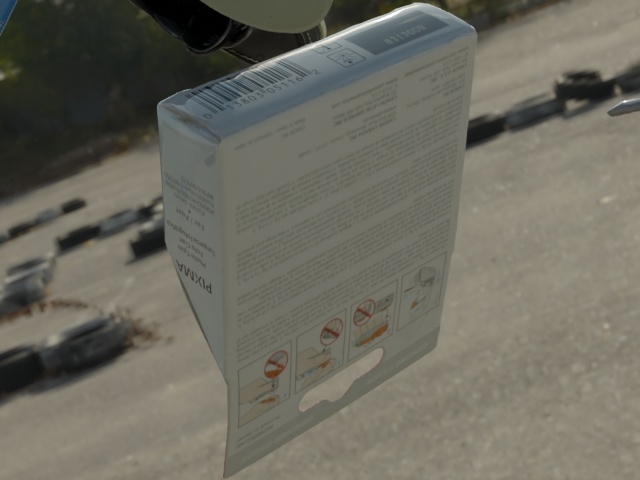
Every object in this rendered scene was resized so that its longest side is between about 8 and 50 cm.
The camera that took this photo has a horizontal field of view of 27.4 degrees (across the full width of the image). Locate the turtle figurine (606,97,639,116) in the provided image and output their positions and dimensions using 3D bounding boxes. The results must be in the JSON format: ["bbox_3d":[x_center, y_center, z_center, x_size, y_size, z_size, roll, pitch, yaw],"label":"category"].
[{"bbox_3d":[0.329,-0.140,0.751,0.266,0.198,0.274,-26,38,-6],"label":"turtle figurine"}]

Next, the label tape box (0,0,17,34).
[{"bbox_3d":[-0.293,-0.119,0.840,0.334,0.240,0.106,29,3,40],"label":"label tape box"}]

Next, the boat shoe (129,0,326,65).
[{"bbox_3d":[-0.115,-0.236,1.254,0.127,0.340,0.113,-19,52,26],"label":"boat shoe"}]

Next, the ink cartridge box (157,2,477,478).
[{"bbox_3d":[0.000,0.000,1.236,0.308,0.385,0.091,-27,46,-35],"label":"ink cartridge box"}]

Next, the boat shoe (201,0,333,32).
[{"bbox_3d":[-0.079,-0.213,0.760,0.079,0.227,0.081,-45,15,36],"label":"boat shoe"}]
